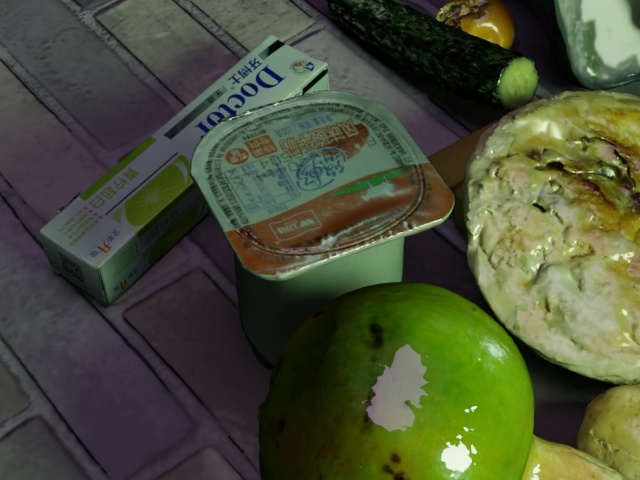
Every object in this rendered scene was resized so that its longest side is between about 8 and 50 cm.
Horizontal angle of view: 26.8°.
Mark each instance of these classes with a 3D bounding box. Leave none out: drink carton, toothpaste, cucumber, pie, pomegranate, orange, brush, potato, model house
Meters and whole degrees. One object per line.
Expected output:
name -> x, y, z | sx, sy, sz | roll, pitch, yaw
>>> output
drink carton -> 0.000, 0.000, 1.158 | 0.185, 0.190, 0.191 | -23, 51, -14
toothpaste -> -0.125, -0.077, 1.319 | 0.081, 0.067, 0.336 | 31, 59, 24
cucumber -> 0.102, -0.207, 1.402 | 0.067, 0.067, 0.293 | -35, 44, -23
pie -> 0.286, -0.011, 1.188 | 0.339, 0.077, 0.339 | 3, 54, -5
pomegranate -> 0.099, 0.161, 1.006 | 0.301, 0.236, 0.236 | 19, 53, 5
orange -> 0.166, -0.230, 1.426 | 0.086, 0.062, 0.086 | -1, 48, 1
brush -> 0.215, -0.085, 1.307 | 0.233, 0.047, 0.103 | -29, 54, -22
potato -> 0.291, 0.162, 1.067 | 0.170, 0.080, 0.107 | 8, 38, 14
model house -> 0.303, -0.320, 1.446 | 0.271, 0.190, 0.301 | -25, 34, -11
